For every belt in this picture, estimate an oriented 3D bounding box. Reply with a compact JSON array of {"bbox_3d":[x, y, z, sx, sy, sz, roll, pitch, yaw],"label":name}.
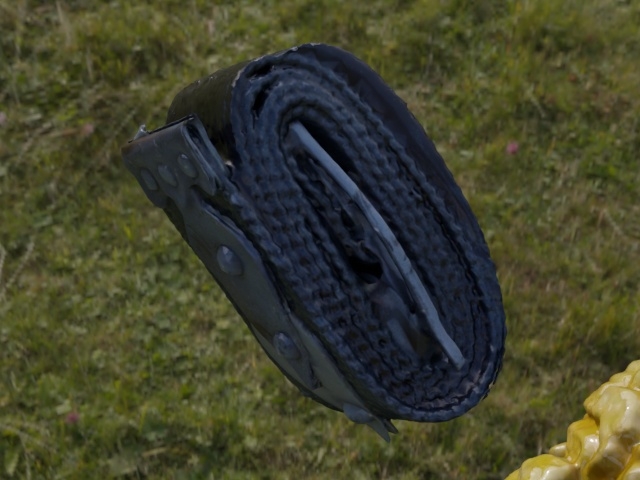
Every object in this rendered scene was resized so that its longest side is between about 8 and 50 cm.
[{"bbox_3d":[0.000,0.000,0.597,0.122,0.218,0.128,-40,15,-25],"label":"belt"}]

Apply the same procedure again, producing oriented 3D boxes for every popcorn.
[{"bbox_3d":[0.309,0.243,1.044,0.332,0.265,0.225,-18,51,8],"label":"popcorn"}]
